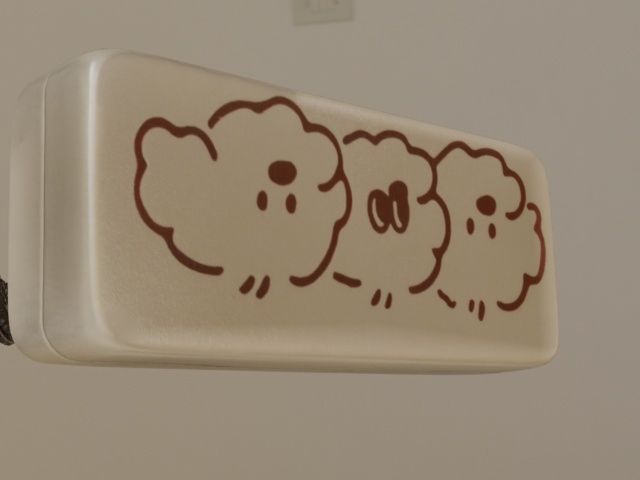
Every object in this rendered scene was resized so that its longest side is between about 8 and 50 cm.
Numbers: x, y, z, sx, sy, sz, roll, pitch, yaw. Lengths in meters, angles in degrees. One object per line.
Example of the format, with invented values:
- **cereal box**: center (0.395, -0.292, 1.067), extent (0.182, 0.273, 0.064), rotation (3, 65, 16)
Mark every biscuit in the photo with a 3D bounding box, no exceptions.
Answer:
- **biscuit**: center (-0.278, 0.051, 0.960), extent (0.089, 0.027, 0.087), rotation (-121, 7, -65)

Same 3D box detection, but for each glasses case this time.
- **glasses case**: center (0.000, 0.000, 0.608), extent (0.076, 0.336, 0.144), rotation (-12, 77, 46)
